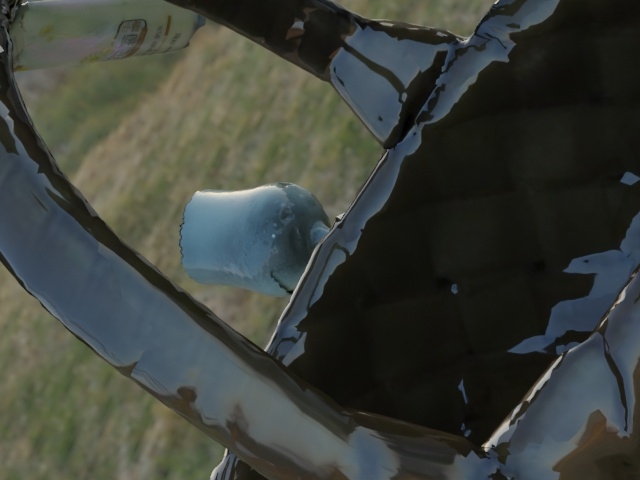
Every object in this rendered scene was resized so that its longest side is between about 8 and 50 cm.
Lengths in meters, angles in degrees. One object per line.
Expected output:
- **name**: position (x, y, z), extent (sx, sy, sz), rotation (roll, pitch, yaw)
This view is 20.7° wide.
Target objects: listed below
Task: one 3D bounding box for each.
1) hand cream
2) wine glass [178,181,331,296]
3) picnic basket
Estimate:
- **hand cream**: position (-0.120, -0.114, 0.937), extent (0.143, 0.039, 0.061), rotation (-19, -17, -46)
- **wine glass**: position (0.000, 0.000, 1.168), extent (0.195, 0.079, 0.079), rotation (2, 63, 34)
- **picnic basket**: position (0.017, 0.000, 0.569), extent (0.337, 0.337, 0.293), rotation (-52, 17, 26)
